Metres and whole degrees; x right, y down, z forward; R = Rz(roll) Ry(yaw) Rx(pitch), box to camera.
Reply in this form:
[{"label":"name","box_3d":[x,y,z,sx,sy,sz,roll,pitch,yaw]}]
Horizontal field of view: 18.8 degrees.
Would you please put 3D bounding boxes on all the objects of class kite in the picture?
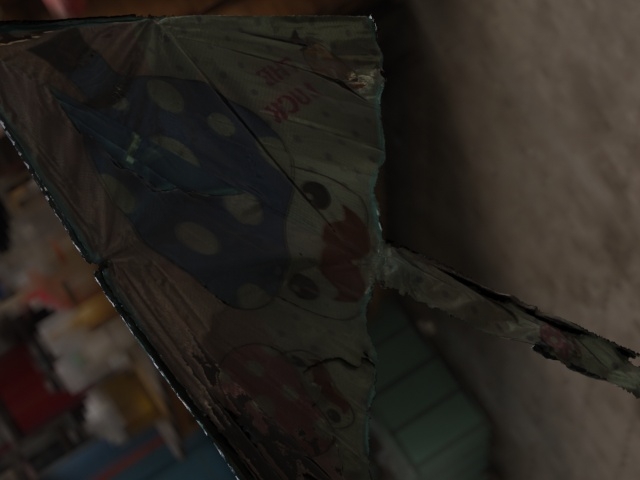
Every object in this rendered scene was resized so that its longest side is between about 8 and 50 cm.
[{"label":"kite","box_3d":[0.000,0.000,0.713,0.314,0.011,0.335,27,-144,-19]}]
